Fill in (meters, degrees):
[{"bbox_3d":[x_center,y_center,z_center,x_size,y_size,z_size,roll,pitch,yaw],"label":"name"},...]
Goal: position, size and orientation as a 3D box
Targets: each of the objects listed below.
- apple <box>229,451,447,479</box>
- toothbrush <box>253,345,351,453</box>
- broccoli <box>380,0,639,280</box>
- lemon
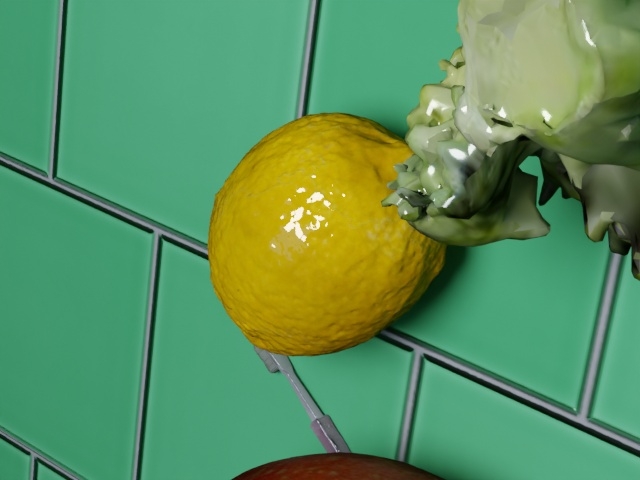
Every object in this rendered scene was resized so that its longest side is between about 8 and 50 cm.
[{"bbox_3d":[0.010,0.310,0.879,0.348,0.277,0.348,13,114,31],"label":"apple"},{"bbox_3d":[0.008,0.144,1.023,0.194,0.014,0.017,55,129,16],"label":"toothbrush"},{"bbox_3d":[0.175,-0.103,0.631,0.293,0.281,0.348,27,127,36],"label":"broccoli"},{"bbox_3d":[0.000,0.000,0.910,0.142,0.142,0.187,52,130,18],"label":"lemon"}]
